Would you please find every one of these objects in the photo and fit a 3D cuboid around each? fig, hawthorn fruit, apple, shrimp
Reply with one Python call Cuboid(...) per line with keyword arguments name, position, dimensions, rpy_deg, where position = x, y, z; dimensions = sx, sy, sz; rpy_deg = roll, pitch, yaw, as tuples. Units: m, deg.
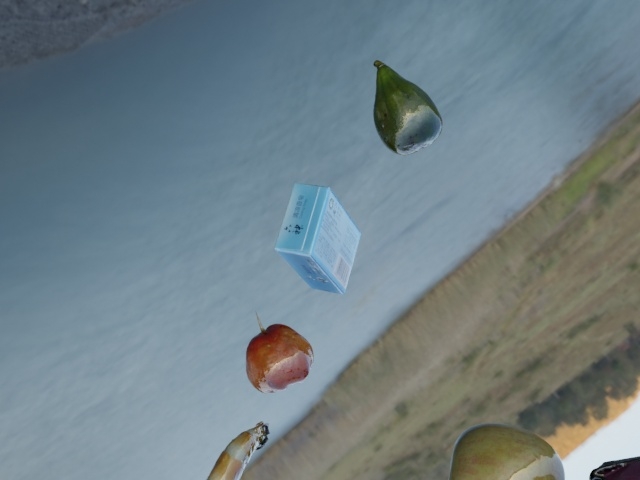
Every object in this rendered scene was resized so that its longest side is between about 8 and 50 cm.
Cuboid(name="fig", position=(0.140, -0.239, 1.492), dimensions=(0.117, 0.177, 0.117), rpy_deg=(-25, -175, 2))
Cuboid(name="hawthorn fruit", position=(-0.080, 0.207, 1.510), dimensions=(0.125, 0.140, 0.125), rpy_deg=(-46, 162, -20))
Cuboid(name="apple", position=(0.380, 0.509, 1.766), dimensions=(0.257, 0.234, 0.256), rpy_deg=(12, 90, -82))
Cuboid(name="shrimp", position=(-0.110, 0.298, 1.021), dimensions=(0.166, 0.049, 0.161), rpy_deg=(-53, 157, -56))

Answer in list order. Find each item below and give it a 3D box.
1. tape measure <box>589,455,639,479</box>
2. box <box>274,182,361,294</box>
Cuboid(name="tape measure", position=(0.629, 0.507, 1.588), dimensions=(0.149, 0.245, 0.231), rpy_deg=(-53, -173, -33))
Cuboid(name="box", position=(0.000, 0.000, 1.686), dimensions=(0.232, 0.083, 0.142), rpy_deg=(49, 53, -60))
